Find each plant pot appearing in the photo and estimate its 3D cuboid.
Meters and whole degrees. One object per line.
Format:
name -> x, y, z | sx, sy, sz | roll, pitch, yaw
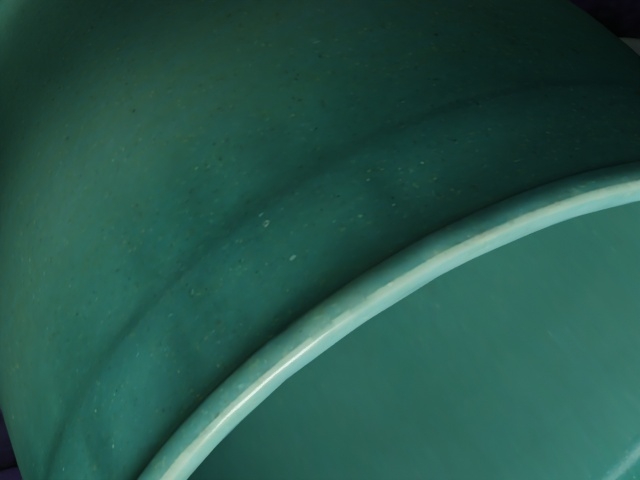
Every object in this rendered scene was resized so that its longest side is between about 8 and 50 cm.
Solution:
plant pot -> 0.000, 0.000, 0.568 | 0.271, 0.255, 0.272 | -20, 141, -17

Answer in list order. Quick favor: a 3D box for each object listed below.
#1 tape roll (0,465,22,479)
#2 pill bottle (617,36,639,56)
tape roll -> -0.151, 0.237, 0.852 | 0.274, 0.090, 0.275 | -21, 140, -18
pill bottle -> 0.182, -0.011, 0.802 | 0.117, 0.117, 0.208 | -46, 142, 15
